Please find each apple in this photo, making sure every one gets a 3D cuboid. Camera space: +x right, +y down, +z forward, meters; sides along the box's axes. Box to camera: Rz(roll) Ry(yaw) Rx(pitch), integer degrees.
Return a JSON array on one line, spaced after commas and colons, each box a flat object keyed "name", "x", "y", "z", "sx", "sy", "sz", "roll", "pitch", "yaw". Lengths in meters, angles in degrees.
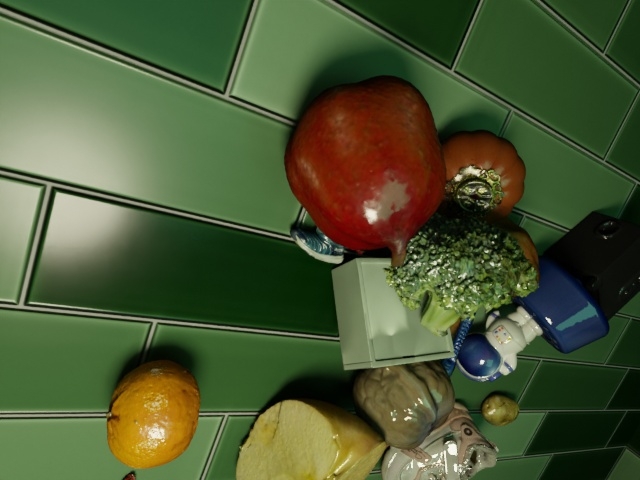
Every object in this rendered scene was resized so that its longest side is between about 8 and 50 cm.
[{"name": "apple", "x": -0.014, "y": 0.510, "z": 1.020, "sx": 0.314, "sy": 0.252, "sz": 0.309, "roll": 31, "pitch": 98, "yaw": -9}]

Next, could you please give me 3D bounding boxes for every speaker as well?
[{"name": "speaker", "x": 0.834, "y": 0.088, "z": 1.337, "sx": 0.254, "sy": 0.184, "sz": 0.232, "roll": -37, "pitch": 124, "yaw": -11}]

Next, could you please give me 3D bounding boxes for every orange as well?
[{"name": "orange", "x": -0.315, "y": 0.323, "z": 0.828, "sx": 0.161, "sy": 0.193, "sz": 0.193, "roll": 10, "pitch": 106, "yaw": -27}]

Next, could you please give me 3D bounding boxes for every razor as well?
[{"name": "razor", "x": 0.407, "y": 0.232, "z": 1.222, "sx": 0.093, "sy": 0.056, "sz": 0.324, "roll": 28, "pitch": 85, "yaw": 6}]

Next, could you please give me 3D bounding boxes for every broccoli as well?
[{"name": "broccoli", "x": 0.267, "y": 0.054, "z": 0.869, "sx": 0.288, "sy": 0.260, "sz": 0.235, "roll": 14, "pitch": 67, "yaw": -3}]

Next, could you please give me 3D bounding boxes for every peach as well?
[{"name": "peach", "x": 0.416, "y": 0.053, "z": 1.072, "sx": 0.214, "sy": 0.235, "sz": 0.214, "roll": -8, "pitch": 119, "yaw": -15}]

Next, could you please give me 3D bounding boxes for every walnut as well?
[{"name": "walnut", "x": 0.203, "y": 0.381, "z": 1.106, "sx": 0.249, "sy": 0.248, "sz": 0.248, "roll": -11, "pitch": 116, "yaw": -24}]

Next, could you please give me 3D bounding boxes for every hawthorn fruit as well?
[{"name": "hawthorn fruit", "x": 0.078, "y": -0.130, "z": 0.768, "sx": 0.295, "sy": 0.311, "sz": 0.294, "roll": -4, "pitch": 125, "yaw": -6}]

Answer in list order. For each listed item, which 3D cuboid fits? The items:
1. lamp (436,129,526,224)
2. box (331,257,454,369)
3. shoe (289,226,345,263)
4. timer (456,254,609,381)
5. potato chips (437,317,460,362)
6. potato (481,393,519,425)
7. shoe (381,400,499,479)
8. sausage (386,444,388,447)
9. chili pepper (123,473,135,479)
[{"name": "lamp", "x": 0.327, "y": -0.130, "z": 0.965, "sx": 0.223, "sy": 0.196, "sz": 0.223, "roll": 6, "pitch": 118, "yaw": 11}, {"name": "box", "x": 0.158, "y": 0.161, "z": 0.991, "sx": 0.225, "sy": 0.117, "sz": 0.224, "roll": 2, "pitch": 72, "yaw": -29}, {"name": "shoe", "x": 0.000, "y": 0.000, "z": 0.928, "sx": 0.143, "sy": 0.064, "sz": 0.071, "roll": 20, "pitch": 102, "yaw": -36}, {"name": "timer", "x": 0.548, "y": 0.254, "z": 1.240, "sx": 0.384, "sy": 0.270, "sz": 0.270, "roll": -38, "pitch": 125, "yaw": 6}, {"name": "potato chips", "x": 0.329, "y": 0.271, "z": 1.224, "sx": 0.150, "sy": 0.049, "sz": 0.201, "roll": -21, "pitch": 123, "yaw": -44}, {"name": "potato", "x": 0.608, "y": 0.574, "z": 1.494, "sx": 0.171, "sy": 0.080, "sz": 0.107, "roll": 29, "pitch": 84, "yaw": -33}, {"name": "shoe", "x": 0.351, "y": 0.650, "z": 1.318, "sx": 0.351, "sy": 0.198, "sz": 0.171, "roll": -36, "pitch": 122, "yaw": -11}, {"name": "sausage", "x": 0.190, "y": 0.516, "z": 1.236, "sx": 0.419, "sy": 0.094, "sz": 0.094, "roll": -36, "pitch": 162, "yaw": -11}, {"name": "chili pepper", "x": -0.441, "y": 0.636, "z": 0.975, "sx": 0.064, "sy": 0.071, "sz": 0.272, "roll": 11, "pitch": 104, "yaw": 10}]
